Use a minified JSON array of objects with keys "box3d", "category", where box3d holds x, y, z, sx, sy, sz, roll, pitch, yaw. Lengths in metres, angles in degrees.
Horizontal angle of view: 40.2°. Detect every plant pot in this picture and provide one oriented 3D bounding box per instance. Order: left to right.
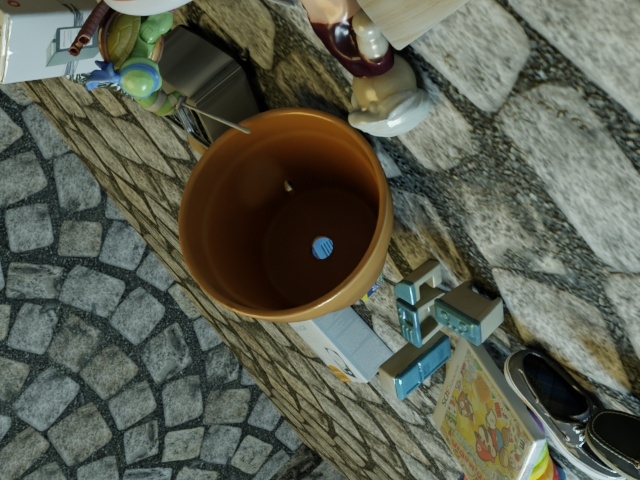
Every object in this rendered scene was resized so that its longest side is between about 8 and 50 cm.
[{"box3d":[-0.026,-0.013,1.231,0.291,0.291,0.203,39,178,24],"category":"plant pot"}]

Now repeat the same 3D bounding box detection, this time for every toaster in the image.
[{"box3d":[-0.178,-0.230,1.347,0.168,0.110,0.186,35,160,31],"category":"toaster"}]

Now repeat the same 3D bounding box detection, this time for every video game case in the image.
[{"box3d":[0.253,0.290,1.359,0.227,0.026,0.206,-121,32,-46],"category":"video game case"}]

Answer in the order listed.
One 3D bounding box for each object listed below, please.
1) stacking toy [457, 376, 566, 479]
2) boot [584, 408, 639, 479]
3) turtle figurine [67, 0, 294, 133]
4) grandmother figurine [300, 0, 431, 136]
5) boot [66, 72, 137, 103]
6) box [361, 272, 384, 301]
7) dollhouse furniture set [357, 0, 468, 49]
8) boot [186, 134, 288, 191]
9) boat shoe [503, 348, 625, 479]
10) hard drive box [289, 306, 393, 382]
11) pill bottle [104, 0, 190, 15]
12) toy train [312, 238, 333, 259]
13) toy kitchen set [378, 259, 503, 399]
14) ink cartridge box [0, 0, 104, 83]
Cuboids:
[{"box3d":[0.312,0.332,1.441,0.165,0.175,0.302,24,139,35],"category":"stacking toy"},{"box3d":[0.417,0.229,1.004,0.236,0.085,0.179,26,153,35],"category":"boot"},{"box3d":[-0.192,-0.275,1.165,0.198,0.274,0.266,84,166,-52],"category":"turtle figurine"},{"box3d":[0.021,-0.237,0.879,0.342,0.104,0.208,56,-171,-38],"category":"grandmother figurine"},{"box3d":[-0.387,-0.361,1.571,0.236,0.089,0.269,13,-151,-39],"category":"boot"},{"box3d":[0.031,0.032,1.540,0.169,0.054,0.059,37,161,30],"category":"box"},{"box3d":[0.025,-0.297,0.532,0.303,0.198,0.286,49,163,-8],"category":"dollhouse furniture set"},{"box3d":[-0.128,-0.083,1.579,0.211,0.104,0.295,32,154,41],"category":"boot"},{"box3d":[0.350,0.238,1.213,0.228,0.080,0.076,51,166,13],"category":"boat shoe"},{"box3d":[0.024,0.190,1.869,0.232,0.089,0.181,48,163,-4],"category":"hard drive box"},{"box3d":[-0.215,-0.407,0.895,0.181,0.181,0.323,31,157,42],"category":"pill bottle"},{"box3d":[0.000,0.000,1.438,0.080,0.105,0.184,62,159,-14],"category":"toy train"},{"box3d":[0.176,0.158,1.292,0.166,0.122,0.207,31,147,40],"category":"toy kitchen set"},{"box3d":[-0.422,-0.352,1.356,0.198,0.272,0.115,39,127,26],"category":"ink cartridge box"}]
